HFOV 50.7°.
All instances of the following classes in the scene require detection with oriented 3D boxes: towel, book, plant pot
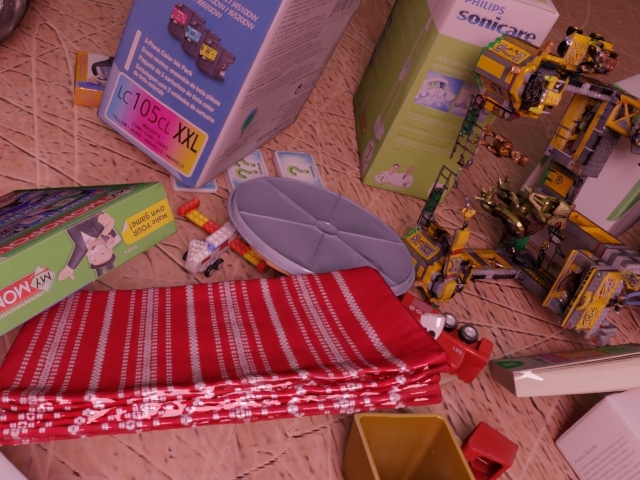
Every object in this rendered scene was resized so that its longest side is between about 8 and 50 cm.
[{"bbox_3d":[-0.070,0.064,0.465,0.275,0.031,0.199,-3,17,-10],"label":"towel"},{"bbox_3d":[0.247,0.124,0.654,0.144,0.096,0.035,-7,88,0],"label":"book"},{"bbox_3d":[0.060,0.193,0.526,0.082,0.083,0.081,6,34,-21],"label":"plant pot"}]

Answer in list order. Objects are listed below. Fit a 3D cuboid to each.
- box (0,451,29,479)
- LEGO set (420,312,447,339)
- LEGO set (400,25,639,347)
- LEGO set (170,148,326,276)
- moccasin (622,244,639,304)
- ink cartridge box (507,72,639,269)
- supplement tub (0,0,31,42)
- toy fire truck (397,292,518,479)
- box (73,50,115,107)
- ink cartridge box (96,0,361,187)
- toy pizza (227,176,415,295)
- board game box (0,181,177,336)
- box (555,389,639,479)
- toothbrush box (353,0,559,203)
[{"bbox_3d":[-0.212,0.173,0.390,0.137,0.126,0.072,38,44,15],"label":"box"},{"bbox_3d":[-0.004,0.097,0.598,0.227,0.093,0.087,5,1,17],"label":"LEGO set"},{"bbox_3d":[0.245,-0.031,0.684,0.255,0.331,0.192,11,25,-36],"label":"LEGO set"},{"bbox_3d":[-0.063,-0.034,0.730,0.183,0.060,0.244,1,45,-21],"label":"LEGO set"},{"bbox_3d":[0.440,0.053,0.795,0.137,0.117,0.342,47,29,9],"label":"moccasin"},{"bbox_3d":[0.409,-0.107,0.910,0.289,0.211,0.121,-24,60,-40],"label":"ink cartridge box"},{"bbox_3d":[-0.423,-0.354,0.780,0.207,0.207,0.338,11,42,-15],"label":"supplement tub"},{"bbox_3d":[0.102,0.128,0.646,0.192,0.047,0.135,31,43,8],"label":"toy fire truck"},{"bbox_3d":[-0.232,-0.192,0.837,0.136,0.028,0.081,3,45,-21],"label":"box"},{"bbox_3d":[-0.048,-0.282,0.709,0.151,0.395,0.270,37,33,3],"label":"ink cartridge box"},{"bbox_3d":[0.000,0.000,0.676,0.201,0.032,0.201,21,26,-11],"label":"toy pizza"},{"bbox_3d":[-0.285,0.040,0.463,0.214,0.046,0.317,3,27,38],"label":"board game box"},{"bbox_3d":[0.331,0.222,0.621,0.130,0.091,0.170,-7,50,-30],"label":"box"},{"bbox_3d":[0.149,-0.223,0.855,0.122,0.283,0.206,12,42,-13],"label":"toothbrush box"}]
